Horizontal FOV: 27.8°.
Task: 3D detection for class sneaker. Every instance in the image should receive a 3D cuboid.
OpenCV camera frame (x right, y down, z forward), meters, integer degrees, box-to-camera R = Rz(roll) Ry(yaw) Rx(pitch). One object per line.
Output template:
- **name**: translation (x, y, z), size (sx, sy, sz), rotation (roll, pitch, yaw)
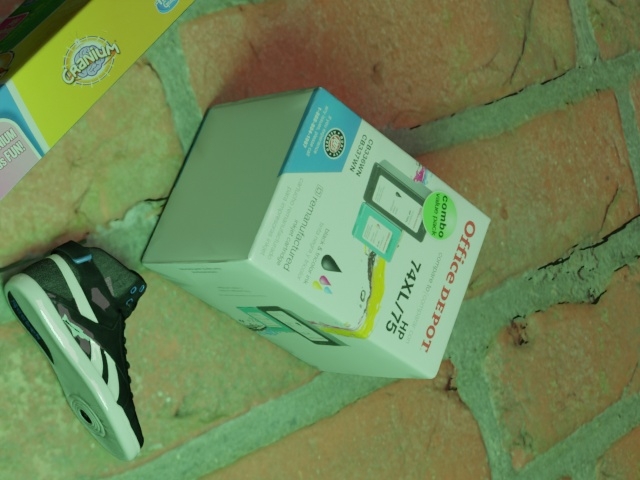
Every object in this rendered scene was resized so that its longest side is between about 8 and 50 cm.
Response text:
- **sneaker**: translation (-0.202, 0.099, 1.267), size (0.121, 0.079, 0.216), rotation (-39, 110, -32)

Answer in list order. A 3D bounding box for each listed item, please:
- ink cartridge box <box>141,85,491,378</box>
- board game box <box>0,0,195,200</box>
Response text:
- **ink cartridge box**: translation (0.000, 0.000, 1.360), size (0.270, 0.197, 0.198), rotation (34, 68, -33)
- **board game box**: translation (-0.276, -0.118, 1.117), size (0.064, 0.242, 0.316), rotation (51, 59, -23)
